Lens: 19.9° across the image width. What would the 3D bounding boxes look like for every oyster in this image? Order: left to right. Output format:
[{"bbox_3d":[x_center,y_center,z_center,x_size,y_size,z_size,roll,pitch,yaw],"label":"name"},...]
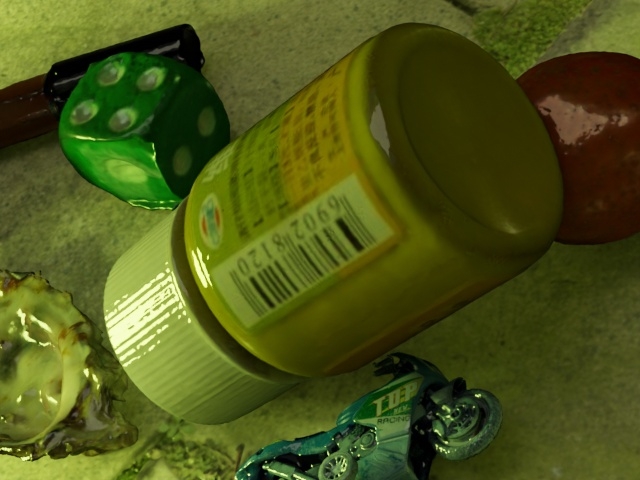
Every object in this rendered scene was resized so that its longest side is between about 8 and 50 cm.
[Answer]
[{"bbox_3d":[-0.294,0.123,1.762,0.361,0.096,0.221,8,56,31],"label":"oyster"}]

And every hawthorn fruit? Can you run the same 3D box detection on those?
[{"bbox_3d":[0.238,-0.077,1.583,0.189,0.189,0.189,-13,52,18],"label":"hawthorn fruit"}]

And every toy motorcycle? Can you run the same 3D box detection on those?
[{"bbox_3d":[0.038,0.175,1.561,0.254,0.092,0.136,-30,39,16],"label":"toy motorcycle"}]

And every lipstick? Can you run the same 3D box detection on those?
[{"bbox_3d":[-0.321,-0.140,1.978,0.418,0.077,0.077,-17,51,16],"label":"lipstick"}]

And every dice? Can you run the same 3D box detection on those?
[{"bbox_3d":[-0.175,-0.111,1.845,0.128,0.131,0.120,11,62,34],"label":"dice"}]

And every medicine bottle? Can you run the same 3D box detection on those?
[{"bbox_3d":[0.000,0.000,1.539,0.384,0.224,0.224,-35,41,38],"label":"medicine bottle"}]
